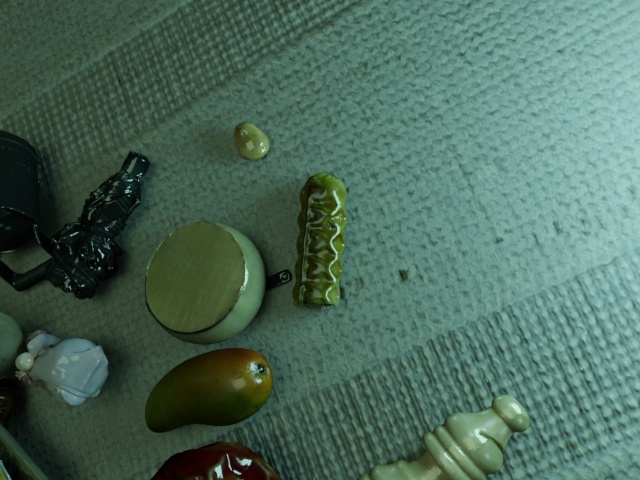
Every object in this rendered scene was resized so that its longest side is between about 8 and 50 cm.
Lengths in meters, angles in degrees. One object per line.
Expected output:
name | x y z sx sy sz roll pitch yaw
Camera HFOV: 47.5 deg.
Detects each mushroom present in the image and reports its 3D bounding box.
mushroom | -0.753 0.213 1.557 0.204 0.204 0.204 -3 81 20
mushroom | -0.721 0.367 1.619 0.126 0.085 0.109 13 100 47

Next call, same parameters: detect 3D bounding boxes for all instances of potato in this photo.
potato | -0.145 -0.206 1.507 0.068 0.062 0.083 -37 100 -16

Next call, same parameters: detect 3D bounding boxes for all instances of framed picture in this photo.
framed picture | -0.680 0.508 1.559 0.324 0.020 0.240 41 122 18

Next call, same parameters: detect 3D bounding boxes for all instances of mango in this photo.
mango | -0.218 0.290 1.421 0.289 0.129 0.146 -12 87 23

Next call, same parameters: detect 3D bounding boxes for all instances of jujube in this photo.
jujube | -0.160 0.549 1.287 0.276 0.276 0.377 -16 79 18

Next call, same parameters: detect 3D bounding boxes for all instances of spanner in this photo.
spanner | -0.152 0.105 1.488 0.208 0.012 0.046 -24 73 15

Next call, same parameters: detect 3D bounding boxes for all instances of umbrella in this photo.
umbrella | -0.459 -0.030 1.566 0.154 0.128 0.337 39 88 8

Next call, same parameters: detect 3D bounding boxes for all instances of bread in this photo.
bread | -0.001 0.000 1.408 0.087 0.098 0.269 7 82 -21

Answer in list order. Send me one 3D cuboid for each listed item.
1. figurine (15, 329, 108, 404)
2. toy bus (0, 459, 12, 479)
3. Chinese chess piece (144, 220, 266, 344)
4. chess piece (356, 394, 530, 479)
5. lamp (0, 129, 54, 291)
figurine | -0.548 0.262 1.535 0.276 0.200 0.133 5 65 46
toy bus | -0.758 0.565 1.530 0.342 0.138 0.097 -36 85 33
Chinese chess piece | -0.232 0.083 1.461 0.249 0.103 0.250 -6 73 20
chess piece | 0.224 0.376 1.259 0.307 0.124 0.139 -43 37 6
lamp | -0.727 -0.108 1.627 0.205 0.374 0.272 -24 42 22
